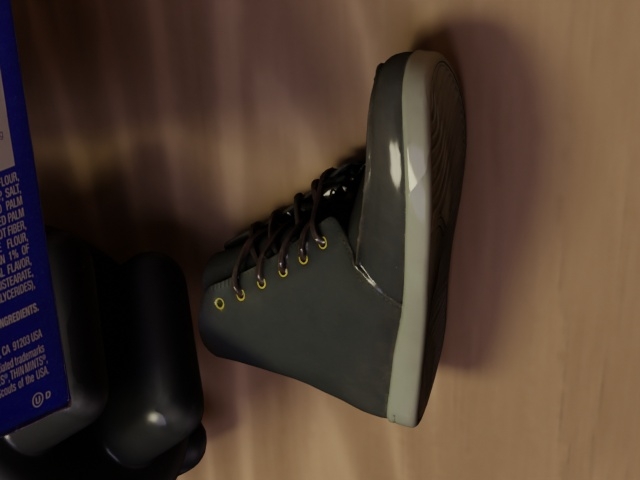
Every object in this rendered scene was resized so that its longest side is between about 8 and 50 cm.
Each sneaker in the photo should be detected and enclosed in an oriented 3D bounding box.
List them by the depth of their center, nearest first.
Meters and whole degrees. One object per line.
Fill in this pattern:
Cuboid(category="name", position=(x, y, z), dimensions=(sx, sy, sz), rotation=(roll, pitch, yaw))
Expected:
Cuboid(category="sneaker", position=(0.000, 0.000, 0.813), dimensions=(0.118, 0.083, 0.222), rotation=(12, 135, 10))

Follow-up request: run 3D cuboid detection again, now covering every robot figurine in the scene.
Cuboid(category="robot figurine", position=(-0.179, 0.100, 0.903), dimensions=(0.209, 0.173, 0.278), rotation=(46, 129, -14))

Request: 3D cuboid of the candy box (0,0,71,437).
Cuboid(category="candy box", position=(-0.249, -0.081, 0.688), dimensions=(0.268, 0.122, 0.317), rotation=(8, 112, 38))
